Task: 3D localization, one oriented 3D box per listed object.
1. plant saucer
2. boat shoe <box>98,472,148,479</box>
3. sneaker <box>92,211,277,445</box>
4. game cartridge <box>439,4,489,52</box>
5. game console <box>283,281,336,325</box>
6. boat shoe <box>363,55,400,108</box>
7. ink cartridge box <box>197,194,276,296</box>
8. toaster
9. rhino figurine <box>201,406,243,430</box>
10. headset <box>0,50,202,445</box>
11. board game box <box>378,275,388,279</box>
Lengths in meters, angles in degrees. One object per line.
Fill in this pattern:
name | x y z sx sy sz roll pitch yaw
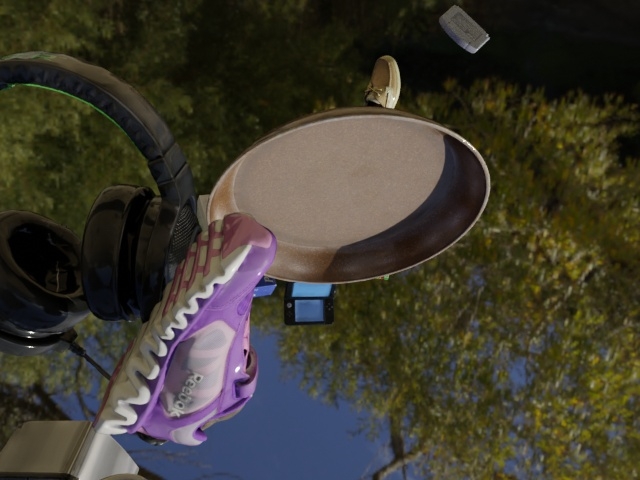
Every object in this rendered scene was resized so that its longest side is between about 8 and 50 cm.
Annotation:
plant saucer | 0.030 -0.049 0.834 0.311 0.310 0.050 1 -123 -11
boat shoe | -0.310 0.394 0.838 0.112 0.335 0.095 41 168 4
sneaker | -0.087 0.082 0.593 0.105 0.236 0.095 29 -150 -13
game cartridge | 0.241 -0.355 1.264 0.083 0.017 0.056 44 -124 2
game console | -0.023 0.148 1.775 0.122 0.107 0.071 0 174 -9
boat shoe | 0.094 -0.228 1.204 0.050 0.135 0.045 17 -161 40
ink cartridge box | -0.161 0.008 1.402 0.097 0.046 0.207 -7 -117 -27
toaster | -0.396 0.374 1.187 0.186 0.168 0.110 -7 -136 21
rhino figurine | -0.173 0.252 1.262 0.106 0.073 0.243 -32 -175 -6
headset | -0.213 0.018 0.706 0.243 0.394 0.185 -13 -159 10
board game box | 0.108 -0.040 1.668 0.136 0.259 0.030 9 -157 -1
